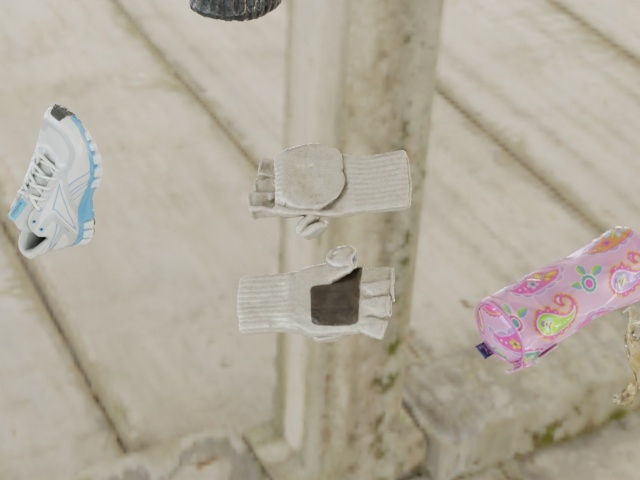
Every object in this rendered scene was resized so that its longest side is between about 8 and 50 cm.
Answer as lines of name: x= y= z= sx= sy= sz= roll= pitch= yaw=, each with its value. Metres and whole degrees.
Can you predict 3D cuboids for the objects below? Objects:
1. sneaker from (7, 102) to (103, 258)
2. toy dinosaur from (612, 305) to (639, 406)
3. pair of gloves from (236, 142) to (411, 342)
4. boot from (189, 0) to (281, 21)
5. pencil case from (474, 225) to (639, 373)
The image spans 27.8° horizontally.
sneaker: x=-0.265 y=-0.048 z=1.263 sx=0.083 sy=0.191 sz=0.071 roll=-30 pitch=-122 yaw=-33
toy dinosaur: x=0.382 y=0.127 z=1.533 sx=0.053 sy=0.183 sz=0.092 roll=6 pitch=-130 yaw=10
pair of gloves: x=0.000 y=0.000 z=1.539 sx=0.204 sy=0.042 sz=0.240 roll=3 pitch=-101 yaw=19
boot: x=-0.147 y=-0.413 z=1.680 sx=0.348 sy=0.260 sz=0.131 roll=-13 pitch=-137 yaw=-45
pencil case: x=0.361 y=0.084 z=1.890 sx=0.284 sy=0.124 sz=0.124 roll=-28 pitch=-135 yaw=-21
